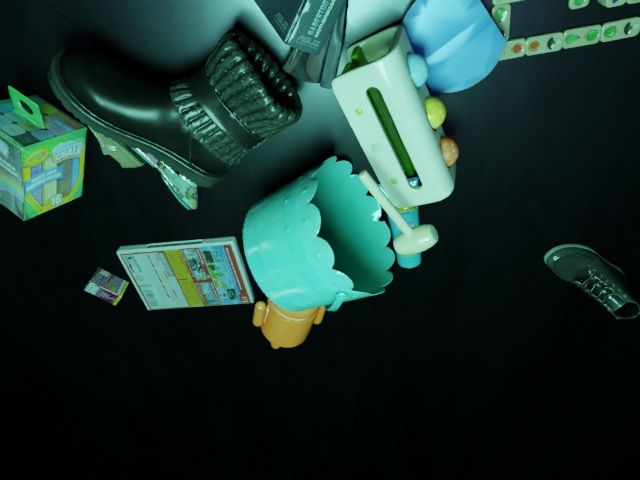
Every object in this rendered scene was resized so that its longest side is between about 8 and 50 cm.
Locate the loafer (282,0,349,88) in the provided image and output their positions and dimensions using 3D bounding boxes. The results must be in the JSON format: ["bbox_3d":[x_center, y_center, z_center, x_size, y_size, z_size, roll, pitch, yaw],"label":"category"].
[{"bbox_3d":[0.002,-0.375,0.670,0.095,0.109,0.303,11,132,-1],"label":"loafer"}]

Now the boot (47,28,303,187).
[{"bbox_3d":[-0.227,-0.252,0.743,0.348,0.131,0.260,29,138,-32],"label":"boot"}]

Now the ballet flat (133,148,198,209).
[{"bbox_3d":[-0.294,-0.156,0.889,0.079,0.077,0.221,-34,121,4],"label":"ballet flat"}]

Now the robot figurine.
[{"bbox_3d":[-0.071,0.170,1.103,0.158,0.128,0.219,24,129,3],"label":"robot figurine"}]

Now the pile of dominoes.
[{"bbox_3d":[0.388,-0.383,0.681,0.251,0.040,0.196,-8,129,9],"label":"pile of dominoes"}]

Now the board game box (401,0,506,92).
[{"bbox_3d":[0.210,-0.328,0.742,0.133,0.033,0.168,-32,116,31],"label":"board game box"}]

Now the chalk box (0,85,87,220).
[{"bbox_3d":[-0.523,-0.171,0.822,0.132,0.132,0.213,34,127,7],"label":"chalk box"}]

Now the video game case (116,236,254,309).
[{"bbox_3d":[-0.322,0.086,1.111,0.285,0.025,0.204,-5,128,7],"label":"video game case"}]

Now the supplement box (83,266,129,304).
[{"bbox_3d":[-0.528,0.113,1.125,0.083,0.055,0.043,34,123,-21],"label":"supplement box"}]

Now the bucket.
[{"bbox_3d":[0.000,0.000,0.872,0.183,0.281,0.281,-22,125,30],"label":"bucket"}]

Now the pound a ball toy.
[{"bbox_3d":[0.146,-0.157,0.755,0.135,0.208,0.319,-12,129,30],"label":"pound a ball toy"}]

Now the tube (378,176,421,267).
[{"bbox_3d":[0.180,-0.037,0.974,0.080,0.052,0.207,-13,122,4],"label":"tube"}]

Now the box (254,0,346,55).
[{"bbox_3d":[-0.027,-0.383,0.584,0.059,0.233,0.183,1,138,-39],"label":"box"}]

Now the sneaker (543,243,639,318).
[{"bbox_3d":[0.605,0.088,1.002,0.222,0.118,0.083,20,128,-13],"label":"sneaker"}]

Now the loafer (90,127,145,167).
[{"bbox_3d":[-0.402,-0.192,0.868,0.050,0.056,0.148,-27,123,15],"label":"loafer"}]
